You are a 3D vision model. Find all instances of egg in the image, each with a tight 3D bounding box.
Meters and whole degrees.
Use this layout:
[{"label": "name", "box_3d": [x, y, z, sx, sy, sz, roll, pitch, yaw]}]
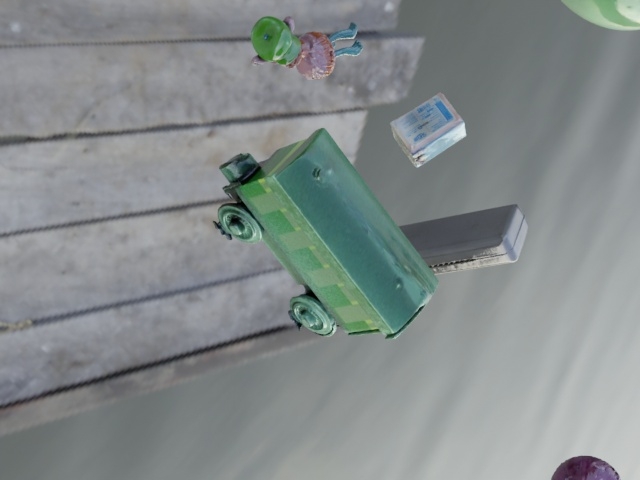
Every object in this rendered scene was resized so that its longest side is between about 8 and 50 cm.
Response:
[{"label": "egg", "box_3d": [0.512, -0.476, 1.941, 0.220, 0.270, 0.220, -34, 142, -31]}]

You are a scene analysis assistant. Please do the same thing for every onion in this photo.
[{"label": "onion", "box_3d": [0.442, 0.408, 1.881, 0.104, 0.115, 0.115, -34, 145, -59]}]

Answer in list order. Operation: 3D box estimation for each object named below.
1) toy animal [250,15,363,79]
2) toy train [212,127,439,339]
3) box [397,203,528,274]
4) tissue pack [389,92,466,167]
[{"label": "toy animal", "box_3d": [-0.029, -0.291, 1.665, 0.208, 0.103, 0.100, -13, 144, -50]}, {"label": "toy train", "box_3d": [0.000, 0.000, 1.450, 0.301, 0.202, 0.120, 52, 56, -16]}, {"label": "box", "box_3d": [0.214, 0.005, 1.850, 0.055, 0.244, 0.103, 57, 41, -28]}, {"label": "tissue pack", "box_3d": [0.161, -0.165, 1.684, 0.094, 0.074, 0.059, -31, 152, -1]}]
